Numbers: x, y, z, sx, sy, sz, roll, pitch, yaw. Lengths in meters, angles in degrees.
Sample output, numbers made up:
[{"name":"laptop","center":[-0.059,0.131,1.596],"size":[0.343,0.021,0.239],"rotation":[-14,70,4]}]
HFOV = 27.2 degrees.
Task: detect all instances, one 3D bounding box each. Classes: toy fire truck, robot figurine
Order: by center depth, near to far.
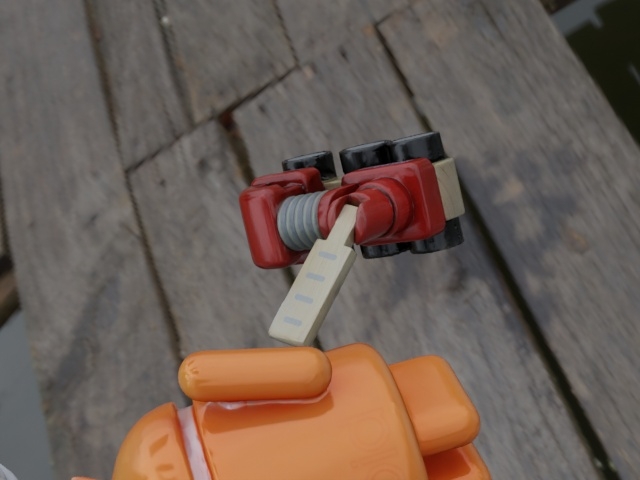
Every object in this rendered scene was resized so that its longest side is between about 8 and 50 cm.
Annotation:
[{"name":"robot figurine","center":[-0.020,0.132,0.732],"size":[0.220,0.158,0.128],"rotation":[-18,68,-5]},{"name":"toy fire truck","center":[0.000,0.000,1.307],"size":[0.217,0.158,0.246],"rotation":[-6,9,39]}]

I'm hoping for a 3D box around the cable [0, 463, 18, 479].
[{"name":"cable","center":[-0.302,0.129,0.771],"size":[0.257,0.257,0.089],"rotation":[15,79,49]}]
